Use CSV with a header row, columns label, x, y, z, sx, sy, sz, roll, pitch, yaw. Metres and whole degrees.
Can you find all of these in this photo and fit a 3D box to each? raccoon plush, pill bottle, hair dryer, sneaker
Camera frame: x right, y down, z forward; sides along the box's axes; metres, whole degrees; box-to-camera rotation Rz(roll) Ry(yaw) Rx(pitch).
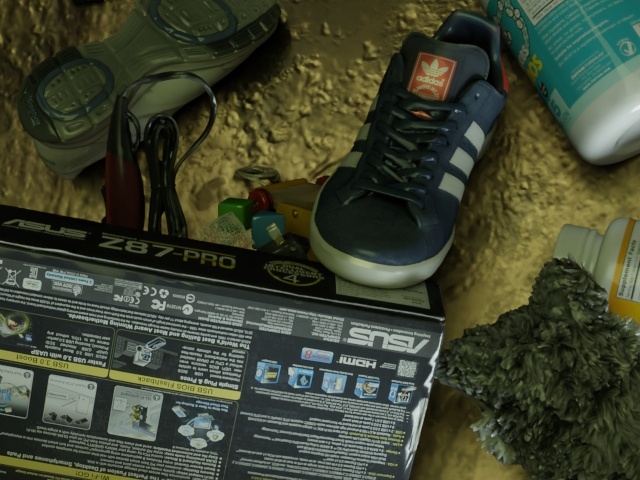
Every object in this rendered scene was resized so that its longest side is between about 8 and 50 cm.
label,x,y,z,sx,sy,sz,roll,pitch,yaw
raccoon plush,0.281,0.164,1.398,0.216,0.446,0.299,-37,100,-21
pill bottle,0.246,-0.213,1.652,0.146,0.146,0.264,-30,71,0
hair dryer,-0.171,0.006,1.560,0.293,0.080,0.223,-34,87,11
pill bottle,0.317,0.047,1.581,0.215,0.117,0.117,13,77,13
sneaker,-0.170,-0.168,1.734,0.297,0.129,0.111,-31,69,-19
sneaker,0.085,-0.096,1.552,0.131,0.148,0.350,17,36,7

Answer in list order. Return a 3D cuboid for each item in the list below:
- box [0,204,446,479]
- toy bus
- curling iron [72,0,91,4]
label,x,y,z,sx,sy,sz,roll,pitch,yaw
box,-0.115,0.158,1.501,0.395,0.097,0.318,9,110,-5
toy bus,0.004,0.003,1.651,0.191,0.202,0.104,2,105,3
curling iron,-0.322,-0.333,1.841,0.274,0.035,0.068,34,82,16
